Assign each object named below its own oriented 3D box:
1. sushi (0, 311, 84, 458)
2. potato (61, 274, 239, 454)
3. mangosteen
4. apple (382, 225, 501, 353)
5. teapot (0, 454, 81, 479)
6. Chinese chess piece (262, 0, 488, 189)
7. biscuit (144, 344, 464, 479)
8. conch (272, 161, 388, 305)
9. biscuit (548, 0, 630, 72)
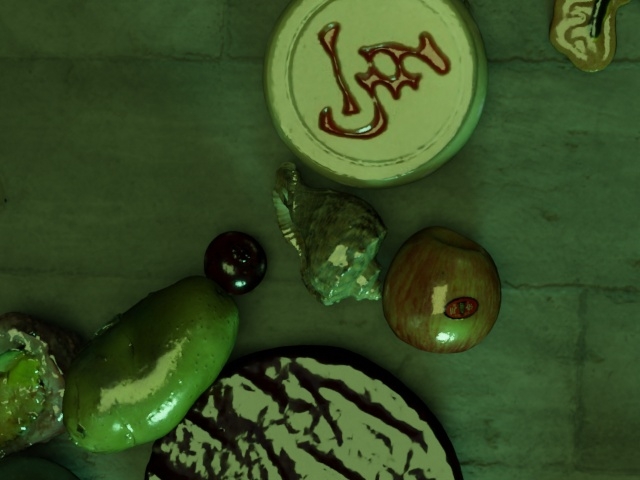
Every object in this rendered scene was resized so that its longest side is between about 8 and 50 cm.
[{"bbox_3d":[-0.380,0.206,1.424,0.161,0.107,0.241,19,105,5],"label":"sushi"},{"bbox_3d":[-0.203,0.145,1.334,0.248,0.169,0.143,-44,122,2],"label":"potato"},{"bbox_3d":[-0.106,0.030,1.387,0.081,0.081,0.081,1,96,8],"label":"mangosteen"},{"bbox_3d":[0.142,0.056,1.317,0.146,0.146,0.131,11,109,7],"label":"apple"},{"bbox_3d":[-0.441,0.402,1.364,0.239,0.321,0.239,-25,62,31],"label":"teapot"},{"bbox_3d":[0.064,-0.195,1.325,0.273,0.102,0.273,1,95,8],"label":"Chinese chess piece"},{"bbox_3d":[-0.020,0.328,1.395,0.407,0.091,0.407,1,95,11],"label":"biscuit"},{"bbox_3d":[0.000,0.000,1.337,0.207,0.130,0.155,47,125,17],"label":"conch"},{"bbox_3d":[0.355,-0.365,1.296,0.202,0.047,0.334,-3,94,8],"label":"biscuit"}]
